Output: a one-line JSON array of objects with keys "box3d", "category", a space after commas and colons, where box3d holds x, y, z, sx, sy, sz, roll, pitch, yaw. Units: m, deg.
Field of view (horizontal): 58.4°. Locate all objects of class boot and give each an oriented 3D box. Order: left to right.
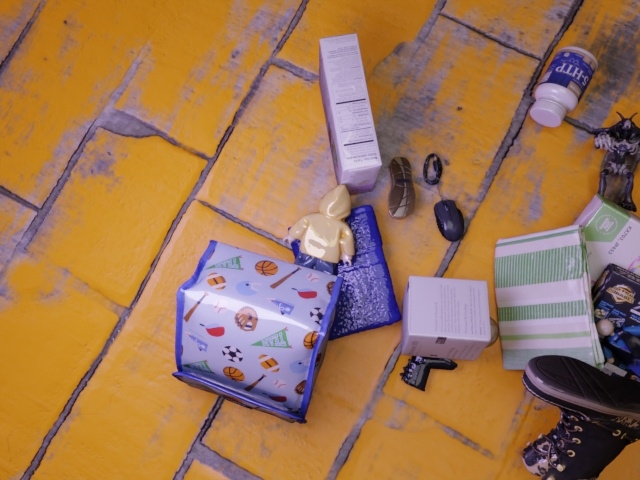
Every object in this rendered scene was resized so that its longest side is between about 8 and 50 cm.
[{"box3d": [0.263, 0.321, 1.405, 0.121, 0.045, 0.099, 23, 79, 13], "category": "boot"}, {"box3d": [0.539, 0.406, 1.241, 0.377, 0.138, 0.284, 17, 119, -23], "category": "boot"}]

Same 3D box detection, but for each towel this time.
[{"box3d": [0.061, 0.083, 1.443, 0.228, 0.076, 0.308, -15, 80, 6], "category": "towel"}, {"box3d": [0.528, 0.141, 1.356, 0.038, 0.248, 0.325, 4, 78, -40], "category": "towel"}]

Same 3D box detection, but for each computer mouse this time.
[{"box3d": [0.318, -0.114, 1.481, 0.071, 0.041, 0.242, -15, 79, 0], "category": "computer mouse"}]

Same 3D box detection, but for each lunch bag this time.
[{"box3d": [-0.150, 0.242, 1.295, 0.328, 0.385, 0.239, 18, 37, 5], "category": "lunch bag"}]

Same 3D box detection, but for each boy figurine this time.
[{"box3d": [0.000, 0.000, 1.379, 0.177, 0.092, 0.285, 14, 83, 10], "category": "boy figurine"}]

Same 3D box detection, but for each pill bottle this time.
[{"box3d": [0.625, -0.394, 1.484, 0.112, 0.112, 0.186, 29, 83, 6], "category": "pill bottle"}]

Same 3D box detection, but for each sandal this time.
[{"box3d": [0.207, -0.132, 1.487, 0.072, 0.049, 0.180, 3, 66, -3], "category": "sandal"}]

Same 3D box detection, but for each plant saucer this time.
[{"box3d": [0.406, 0.227, 1.432, 0.083, 0.015, 0.083, 0, 81, 2], "category": "plant saucer"}]

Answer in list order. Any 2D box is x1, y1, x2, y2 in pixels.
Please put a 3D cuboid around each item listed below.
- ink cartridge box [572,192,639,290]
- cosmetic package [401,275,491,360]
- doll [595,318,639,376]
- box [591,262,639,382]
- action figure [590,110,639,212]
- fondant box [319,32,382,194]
[{"box3d": [0.758, 0.072, 1.358, 0.353, 0.119, 0.207, 32, 111, 7], "category": "ink cartridge box"}, {"box3d": [0.290, 0.185, 1.355, 0.184, 0.151, 0.151, 3, 61, 3], "category": "cosmetic package"}, {"box3d": [0.692, 0.240, 1.264, 0.189, 0.046, 0.129, 40, 121, 11], "category": "doll"}, {"box3d": [0.728, 0.244, 1.316, 0.295, 0.073, 0.293, 26, 113, 9], "category": "box"}, {"box3d": [0.761, -0.212, 1.436, 0.164, 0.141, 0.275, 10, 82, 15], "category": "action figure"}, {"box3d": [0.067, -0.300, 1.420, 0.096, 0.238, 0.330, -8, 80, -2], "category": "fondant box"}]
